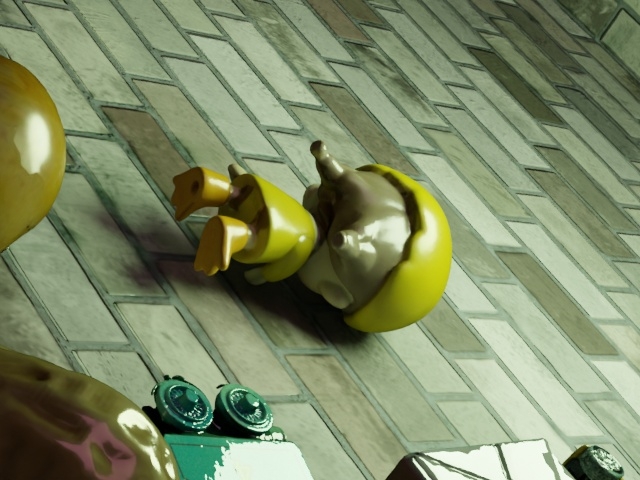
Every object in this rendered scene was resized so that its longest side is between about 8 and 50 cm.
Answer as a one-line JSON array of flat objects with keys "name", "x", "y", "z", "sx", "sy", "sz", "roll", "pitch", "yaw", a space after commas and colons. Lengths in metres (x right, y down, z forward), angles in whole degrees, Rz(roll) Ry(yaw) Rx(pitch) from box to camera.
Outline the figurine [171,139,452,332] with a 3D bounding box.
[{"name": "figurine", "x": 0.000, "y": 0.000, "z": 2.045, "sx": 0.344, "sy": 0.187, "sz": 0.215, "roll": 9, "pitch": 58, "yaw": -35}]

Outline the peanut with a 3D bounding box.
[{"name": "peanut", "x": -0.287, "y": 0.162, "z": 1.352, "sx": 0.387, "sy": 0.192, "sz": 0.169, "roll": 20, "pitch": 53, "yaw": 12}]

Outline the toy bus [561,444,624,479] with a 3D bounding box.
[{"name": "toy bus", "x": 0.366, "y": 0.376, "z": 1.863, "sx": 0.123, "sy": 0.121, "sz": 0.335, "roll": 18, "pitch": 28, "yaw": -49}]

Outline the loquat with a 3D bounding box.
[{"name": "loquat", "x": -0.370, "y": -0.084, "z": 1.691, "sx": 0.235, "sy": 0.235, "sz": 0.235, "roll": 27, "pitch": 26, "yaw": -14}]

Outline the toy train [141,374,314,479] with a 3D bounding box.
[{"name": "toy train", "x": -0.105, "y": 0.215, "z": 1.616, "sx": 0.198, "sy": 0.107, "sz": 0.154, "roll": 9, "pitch": 41, "yaw": -42}]

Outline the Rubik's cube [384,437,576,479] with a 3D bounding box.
[{"name": "Rubik's cube", "x": 0.142, "y": 0.335, "z": 1.540, "sx": 0.231, "sy": 0.224, "sz": 0.221, "roll": 2, "pitch": 40, "yaw": -50}]
